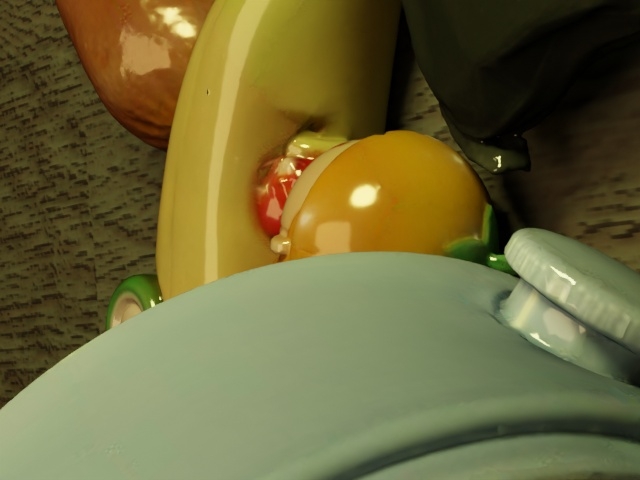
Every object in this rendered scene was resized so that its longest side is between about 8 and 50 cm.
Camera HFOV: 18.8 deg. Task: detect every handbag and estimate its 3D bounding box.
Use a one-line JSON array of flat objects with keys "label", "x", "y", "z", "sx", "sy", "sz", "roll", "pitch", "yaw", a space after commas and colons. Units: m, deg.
[{"label": "handbag", "x": 0.080, "y": -0.208, "z": 0.851, "sx": 0.191, "sy": 0.075, "sz": 0.332, "roll": -36, "pitch": 63, "yaw": 54}]

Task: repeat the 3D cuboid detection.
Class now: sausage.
[{"label": "sausage", "x": -0.106, "y": -0.156, "z": 1.130, "sx": 0.259, "sy": 0.113, "sz": 0.113, "roll": 64, "pitch": 142, "yaw": 36}]

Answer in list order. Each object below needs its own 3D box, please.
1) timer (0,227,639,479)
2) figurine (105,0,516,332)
[{"label": "timer", "x": 0.014, "y": 0.166, "z": 0.723, "sx": 0.173, "sy": 0.395, "sz": 0.395, "roll": 45, "pitch": 129, "yaw": 51}, {"label": "figurine", "x": 0.000, "y": 0.000, "z": 0.958, "sx": 0.222, "sy": 0.124, "sz": 0.325, "roll": 23, "pitch": 108, "yaw": 56}]
